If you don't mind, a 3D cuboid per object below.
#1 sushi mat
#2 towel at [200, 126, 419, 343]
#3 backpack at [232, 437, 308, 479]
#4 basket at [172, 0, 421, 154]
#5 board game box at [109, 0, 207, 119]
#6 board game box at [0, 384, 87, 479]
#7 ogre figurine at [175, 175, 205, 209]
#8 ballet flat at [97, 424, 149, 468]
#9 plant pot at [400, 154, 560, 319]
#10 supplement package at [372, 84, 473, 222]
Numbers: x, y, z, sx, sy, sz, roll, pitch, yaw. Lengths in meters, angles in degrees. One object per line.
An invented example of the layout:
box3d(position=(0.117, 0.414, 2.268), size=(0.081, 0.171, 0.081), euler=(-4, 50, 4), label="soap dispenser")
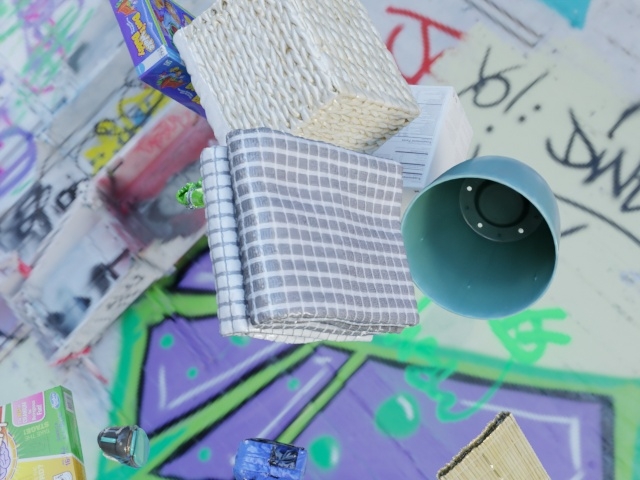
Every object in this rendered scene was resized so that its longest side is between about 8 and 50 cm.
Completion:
box3d(position=(0.291, 0.390, 1.390), size=(0.019, 0.151, 0.316), euler=(44, -7, 42), label="sushi mat")
box3d(position=(0.000, 0.000, 1.019), size=(0.283, 0.121, 0.235), euler=(7, 65, -45), label="towel")
box3d(position=(-0.088, 0.387, 1.426), size=(0.120, 0.101, 0.098), euler=(12, -34, 6), label="backpack")
box3d(position=(-0.037, -0.302, 1.599), size=(0.328, 0.266, 0.331), euler=(0, 61, -56), label="basket")
box3d(position=(-0.265, -0.370, 1.755), size=(0.347, 0.078, 0.233), euler=(25, 35, -57), label="board game box")
box3d(position=(-0.694, 0.491, 1.891), size=(0.064, 0.316, 0.242), euler=(68, 2, -63), label="board game box")
box3d(position=(-0.120, -0.097, 1.302), size=(0.118, 0.197, 0.097), euler=(-141, -134, -65), label="ogre figurine")
box3d(position=(-0.458, 0.467, 1.958), size=(0.096, 0.095, 0.280), euler=(6, -22, -1), label="ballet flat")
box3d(position=(0.324, -0.032, 1.632), size=(0.293, 0.293, 0.235), euler=(45, 34, -2), label="plant pot")
box3d(position=(0.209, -0.196, 1.960), size=(0.198, 0.263, 0.199), euler=(7, -22, 28), label="supplement package")
